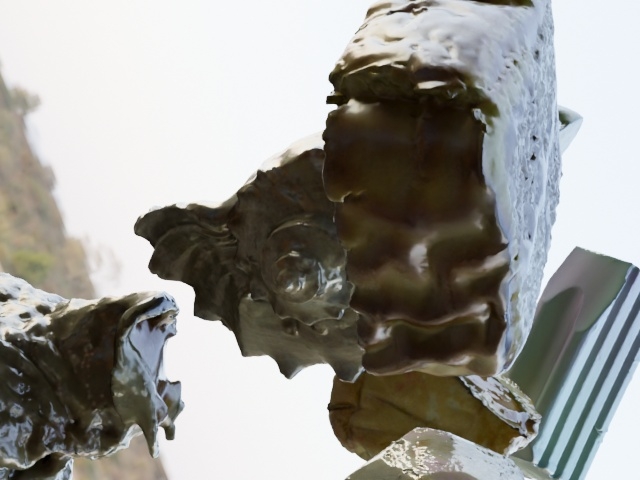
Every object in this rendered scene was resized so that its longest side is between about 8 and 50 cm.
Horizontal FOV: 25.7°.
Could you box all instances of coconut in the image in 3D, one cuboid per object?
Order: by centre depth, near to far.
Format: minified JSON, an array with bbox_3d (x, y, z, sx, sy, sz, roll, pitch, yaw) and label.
[{"bbox_3d":[0.122,0.323,1.554,0.241,0.241,0.241,159,-90,-80],"label":"coconut"}]

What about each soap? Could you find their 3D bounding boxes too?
[{"bbox_3d":[0.385,0.195,2.151,0.115,0.347,0.208,19,-14,38],"label":"soap"}]

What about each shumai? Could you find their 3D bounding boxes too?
[{"bbox_3d":[-0.258,0.106,1.365,0.267,0.262,0.314,57,3,-42],"label":"shumai"}]

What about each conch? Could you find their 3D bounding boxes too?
[{"bbox_3d":[0.000,0.018,1.229,0.352,0.297,0.210,13,77,-72],"label":"conch"}]

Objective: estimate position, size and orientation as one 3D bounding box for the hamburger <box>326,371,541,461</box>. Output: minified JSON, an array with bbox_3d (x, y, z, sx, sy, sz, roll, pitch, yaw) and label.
[{"bbox_3d":[0.126,0.230,1.983,0.330,0.209,0.162,39,15,14],"label":"hamburger"}]

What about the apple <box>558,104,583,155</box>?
[{"bbox_3d":[0.189,-0.051,1.837,0.360,0.312,0.320,-55,-150,25],"label":"apple"}]

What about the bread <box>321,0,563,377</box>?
[{"bbox_3d":[0.074,-0.045,0.745,0.222,0.096,0.181,-66,152,-52],"label":"bread"}]
